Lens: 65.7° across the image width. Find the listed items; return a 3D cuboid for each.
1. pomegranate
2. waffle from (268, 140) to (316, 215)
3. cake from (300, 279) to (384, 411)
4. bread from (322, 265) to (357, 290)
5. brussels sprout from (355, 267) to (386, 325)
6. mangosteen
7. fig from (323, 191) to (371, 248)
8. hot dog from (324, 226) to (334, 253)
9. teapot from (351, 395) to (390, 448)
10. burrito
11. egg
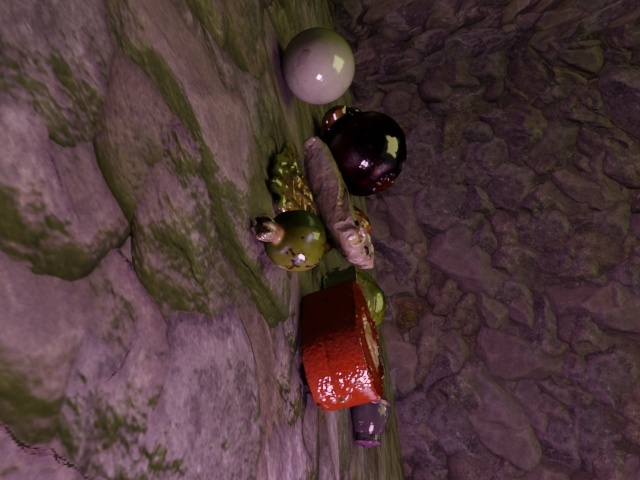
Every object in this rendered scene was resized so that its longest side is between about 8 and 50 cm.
[{"bbox_3d":[-0.056,-0.005,0.842,0.142,0.114,0.115,23,53,-44],"label":"pomegranate"},{"bbox_3d":[-0.051,-0.090,1.062,0.204,0.054,0.223,-84,161,-58],"label":"waffle"},{"bbox_3d":[0.039,0.211,1.042,0.283,0.151,0.177,-84,150,-57],"label":"cake"},{"bbox_3d":[0.062,0.153,1.328,0.156,0.103,0.110,-72,146,-53],"label":"bread"},{"bbox_3d":[0.113,0.171,1.451,0.144,0.161,0.181,-43,-125,46],"label":"brussels sprout"},{"bbox_3d":[0.132,-0.320,1.721,0.347,0.307,0.307,55,0,22],"label":"mangosteen"},{"bbox_3d":[0.065,-0.070,1.440,0.134,0.146,0.201,-112,-176,-49],"label":"fig"},{"bbox_3d":[0.000,0.000,1.256,0.072,0.055,0.188,59,6,0],"label":"hot dog"},{"bbox_3d":[0.132,0.528,1.447,0.116,0.148,0.146,26,59,-33],"label":"teapot"},{"bbox_3d":[0.041,-0.088,1.274,0.175,0.107,0.348,80,-12,-64],"label":"burrito"},{"bbox_3d":[-0.005,-0.445,1.271,0.253,0.186,0.187,-66,146,-70],"label":"egg"}]
